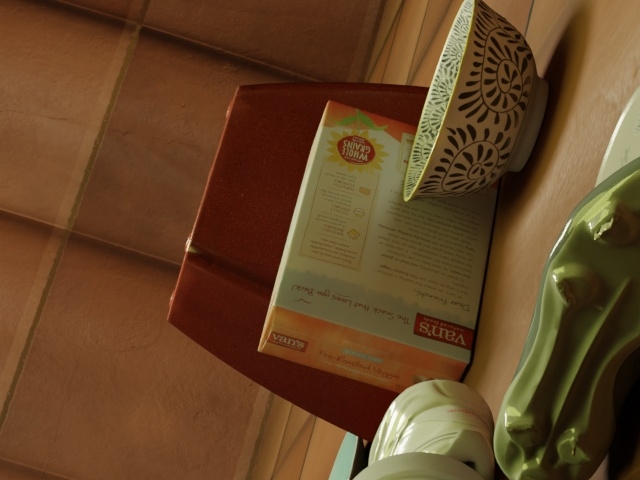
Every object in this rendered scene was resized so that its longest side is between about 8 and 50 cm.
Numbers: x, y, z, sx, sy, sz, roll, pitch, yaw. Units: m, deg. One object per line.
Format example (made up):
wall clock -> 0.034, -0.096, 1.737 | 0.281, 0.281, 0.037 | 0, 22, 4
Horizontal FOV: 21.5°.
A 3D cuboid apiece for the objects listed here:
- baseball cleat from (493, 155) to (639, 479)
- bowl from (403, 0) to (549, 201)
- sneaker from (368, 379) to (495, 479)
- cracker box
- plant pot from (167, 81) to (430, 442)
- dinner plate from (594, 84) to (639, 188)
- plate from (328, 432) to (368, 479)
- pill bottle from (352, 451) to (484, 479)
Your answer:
baseball cleat -> 0.129, 0.022, 0.765 | 0.109, 0.072, 0.206 | -66, 1, -52
bowl -> 0.127, -0.099, 1.301 | 0.170, 0.080, 0.170 | -163, 90, -87
sneaker -> 0.047, 0.205, 1.049 | 0.115, 0.090, 0.232 | -108, 34, -78
cracker box -> 0.052, 0.007, 1.349 | 0.067, 0.156, 0.232 | 111, 176, -47
plant pot -> 0.000, 0.000, 1.557 | 0.267, 0.236, 0.267 | 115, 171, -65
dinner plate -> 0.168, -0.040, 0.901 | 0.141, 0.017, 0.141 | -162, 90, -86
plate -> 0.018, 0.274, 1.681 | 0.188, 0.024, 0.188 | -164, 90, -86
pill bottle -> 0.047, 0.191, 0.793 | 0.221, 0.124, 0.124 | -82, 10, -71
